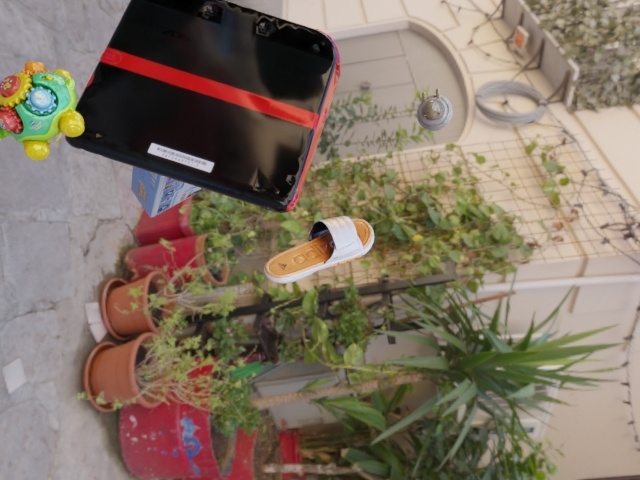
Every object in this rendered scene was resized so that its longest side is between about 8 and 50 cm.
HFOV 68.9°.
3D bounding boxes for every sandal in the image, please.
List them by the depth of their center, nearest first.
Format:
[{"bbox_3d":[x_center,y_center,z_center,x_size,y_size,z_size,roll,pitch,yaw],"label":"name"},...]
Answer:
[{"bbox_3d":[0.006,0.006,0.968,0.102,0.265,0.076,45,-32,36],"label":"sandal"}]

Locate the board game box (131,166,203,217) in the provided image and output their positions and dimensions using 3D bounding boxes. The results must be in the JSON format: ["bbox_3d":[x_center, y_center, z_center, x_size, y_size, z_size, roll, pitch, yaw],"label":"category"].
[{"bbox_3d":[-0.257,-0.194,1.033,0.086,0.302,0.308,56,-27,-3],"label":"board game box"}]

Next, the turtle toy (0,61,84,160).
[{"bbox_3d":[-0.322,-0.141,0.504,0.095,0.130,0.066,63,7,27],"label":"turtle toy"}]

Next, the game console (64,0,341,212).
[{"bbox_3d":[-0.179,-0.251,0.786,0.060,0.386,0.342,108,-1,-76],"label":"game console"}]

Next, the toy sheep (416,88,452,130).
[{"bbox_3d":[0.269,-0.301,1.095,0.132,0.091,0.091,-7,90,-64],"label":"toy sheep"}]
